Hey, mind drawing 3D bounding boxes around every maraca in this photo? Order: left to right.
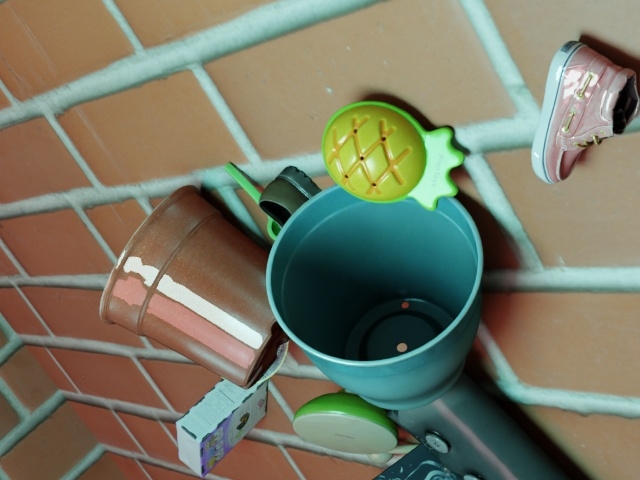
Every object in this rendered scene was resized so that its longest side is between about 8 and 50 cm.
[{"bbox_3d":[0.087,-0.104,1.347,0.185,0.099,0.127,17,113,20],"label":"maraca"}]

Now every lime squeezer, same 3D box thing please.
[{"bbox_3d":[-0.039,-0.002,1.703,0.310,0.059,0.110,53,-177,-11],"label":"lime squeezer"}]

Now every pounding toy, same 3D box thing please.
[{"bbox_3d":[0.072,0.296,1.883,0.237,0.110,0.183,27,148,-27],"label":"pounding toy"}]

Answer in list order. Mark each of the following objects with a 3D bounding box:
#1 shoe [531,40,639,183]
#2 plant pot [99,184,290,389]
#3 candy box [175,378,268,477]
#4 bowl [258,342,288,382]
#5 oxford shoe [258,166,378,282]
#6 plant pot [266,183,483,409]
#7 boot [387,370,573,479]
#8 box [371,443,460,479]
[{"bbox_3d":[0.273,-0.116,1.120,0.081,0.063,0.178,35,145,31],"label":"shoe"},{"bbox_3d":[-0.173,0.091,1.790,0.265,0.272,0.272,32,149,9],"label":"plant pot"},{"bbox_3d":[-0.196,0.357,2.182,0.070,0.196,0.165,36,149,20],"label":"candy box"},{"bbox_3d":[-0.124,0.168,1.948,0.170,0.080,0.170,2,95,19],"label":"bowl"},{"bbox_3d":[0.000,0.000,1.593,0.227,0.096,0.083,40,148,10],"label":"oxford shoe"},{"bbox_3d":[0.093,0.093,1.442,0.271,0.272,0.255,30,161,28],"label":"plant pot"},{"bbox_3d":[0.319,0.331,1.552,0.445,0.146,0.367,48,149,7],"label":"boot"},{"bbox_3d":[0.173,0.522,1.680,0.343,0.312,0.179,50,134,14],"label":"box"}]
